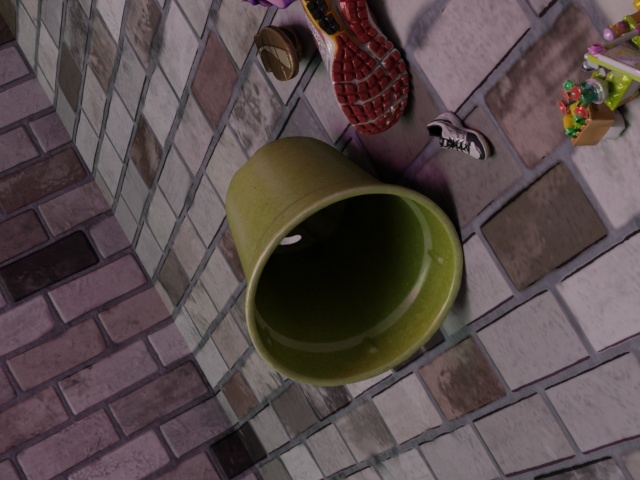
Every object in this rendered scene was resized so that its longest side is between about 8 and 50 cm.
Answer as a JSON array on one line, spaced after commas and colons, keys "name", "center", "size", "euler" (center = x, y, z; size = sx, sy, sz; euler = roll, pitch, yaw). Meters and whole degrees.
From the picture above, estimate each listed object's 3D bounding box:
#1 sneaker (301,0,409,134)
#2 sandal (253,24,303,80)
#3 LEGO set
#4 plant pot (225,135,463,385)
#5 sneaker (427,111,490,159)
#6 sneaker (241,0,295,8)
[{"name": "sneaker", "center": [0.037, -0.229, 1.391], "size": [0.093, 0.088, 0.225], "euler": [-115, 5, -71]}, {"name": "sandal", "center": [-0.049, -0.252, 1.598], "size": [0.180, 0.049, 0.072], "euler": [-140, 32, -75]}, {"name": "LEGO set", "center": [0.249, -0.122, 0.964], "size": [0.287, 0.107, 0.132], "euler": [9, 124, 65]}, {"name": "plant pot", "center": [0.000, 0.000, 1.530], "size": [0.254, 0.276, 0.276], "euler": [-127, 20, -54]}, {"name": "sneaker", "center": [0.149, -0.107, 1.316], "size": [0.083, 0.037, 0.032], "euler": [41, 149, 41]}, {"name": "sneaker", "center": [-0.090, -0.345, 1.519], "size": [0.236, 0.095, 0.105], "euler": [31, 150, 53]}]
